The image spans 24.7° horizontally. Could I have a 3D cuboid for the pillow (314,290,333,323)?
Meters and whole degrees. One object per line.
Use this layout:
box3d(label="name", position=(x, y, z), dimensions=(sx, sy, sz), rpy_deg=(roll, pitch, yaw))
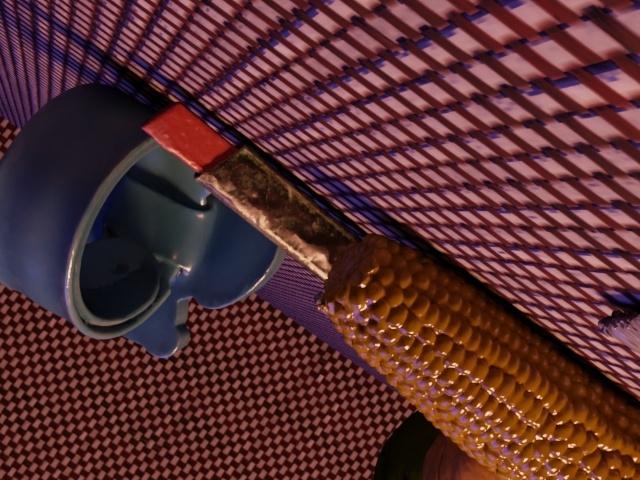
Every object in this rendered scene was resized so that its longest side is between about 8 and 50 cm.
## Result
box3d(label="pillow", position=(0.084, 0.104, 1.381), dimensions=(0.128, 0.051, 0.229), rpy_deg=(24, 171, 27))

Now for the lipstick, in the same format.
box3d(label="lipstick", position=(0.000, 0.000, 1.003), dimensions=(0.312, 0.051, 0.051), rpy_deg=(40, 174, -27))

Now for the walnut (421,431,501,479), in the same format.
box3d(label="walnut", position=(0.191, 0.238, 1.353), dimensions=(0.197, 0.165, 0.165), rpy_deg=(46, 172, -16))

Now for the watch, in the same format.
box3d(label="watch", position=(-0.153, -0.011, 1.075), dimensions=(0.211, 0.211, 0.193), rpy_deg=(32, -168, 24))

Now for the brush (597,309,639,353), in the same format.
box3d(label="brush", position=(0.263, 0.121, 0.642), dimensions=(0.314, 0.017, 0.090), rpy_deg=(34, 175, -1))

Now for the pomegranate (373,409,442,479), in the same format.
box3d(label="pomegranate", position=(0.203, 0.293, 1.595), dimensions=(0.302, 0.236, 0.236), rpy_deg=(7, 163, 23))

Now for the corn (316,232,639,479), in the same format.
box3d(label="corn", position=(0.111, 0.092, 0.912), dimensions=(0.260, 0.091, 0.091), rpy_deg=(37, 139, -17))
